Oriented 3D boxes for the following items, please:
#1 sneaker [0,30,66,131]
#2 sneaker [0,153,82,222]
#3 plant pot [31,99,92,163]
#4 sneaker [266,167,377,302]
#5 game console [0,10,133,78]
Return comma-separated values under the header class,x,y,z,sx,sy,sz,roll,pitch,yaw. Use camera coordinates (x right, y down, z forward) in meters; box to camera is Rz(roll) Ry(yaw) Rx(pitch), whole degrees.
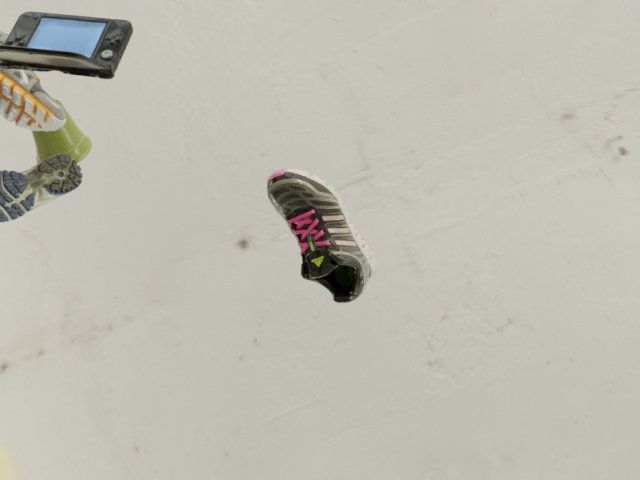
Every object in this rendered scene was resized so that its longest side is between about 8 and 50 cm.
class,x,y,z,sx,sy,sz,roll,pitch,yaw
sneaker,-0.420,-0.228,1.112,0.215,0.083,0.084,40,-35,-15
sneaker,-0.304,-0.044,0.838,0.058,0.135,0.052,-21,-88,44
plant pot,-0.382,-0.158,1.212,0.083,0.083,0.079,-1,-45,13
sneaker,0.000,0.000,0.882,0.063,0.074,0.170,-21,-60,29
game console,-0.254,-0.194,0.793,0.122,0.071,0.107,8,-121,10
